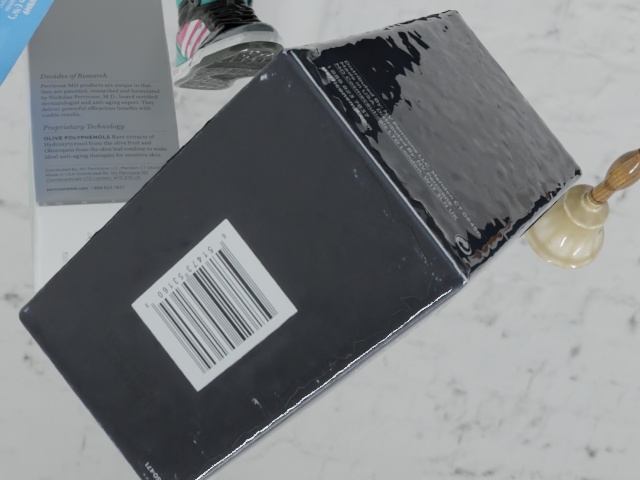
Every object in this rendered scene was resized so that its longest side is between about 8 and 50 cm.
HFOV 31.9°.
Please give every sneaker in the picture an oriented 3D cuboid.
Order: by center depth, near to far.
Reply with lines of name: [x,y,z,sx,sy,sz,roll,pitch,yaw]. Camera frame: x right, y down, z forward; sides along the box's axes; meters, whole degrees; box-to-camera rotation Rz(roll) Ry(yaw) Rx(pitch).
sneaker: [-0.127,-0.313,1.544,0.123,0.178,0.295,1,179,-26]

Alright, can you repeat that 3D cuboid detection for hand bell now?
hand bell: [0.371,-0.064,1.482,0.126,0.242,0.126,5,-114,-11]

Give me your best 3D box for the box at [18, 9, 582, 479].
box: [0.000,0.000,0.818,0.183,0.296,0.294,52,-150,3]

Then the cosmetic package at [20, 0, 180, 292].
cosmetic package: [-0.245,-0.148,1.219,0.155,0.197,0.366,-3,-120,-16]

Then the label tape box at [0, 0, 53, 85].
label tape box: [-0.414,-0.156,0.953,0.333,0.240,0.106,11,-129,-36]
